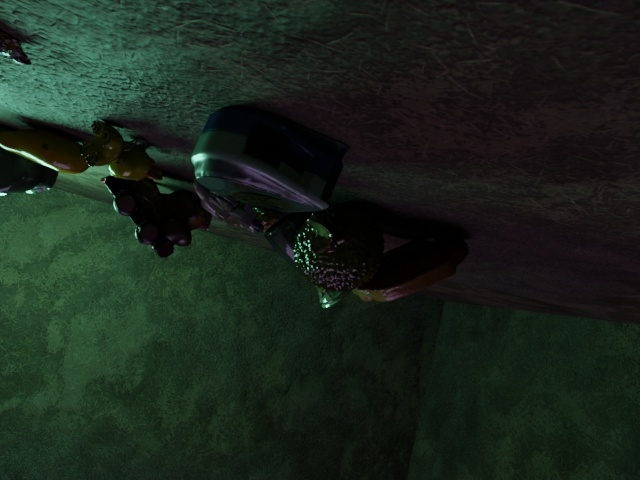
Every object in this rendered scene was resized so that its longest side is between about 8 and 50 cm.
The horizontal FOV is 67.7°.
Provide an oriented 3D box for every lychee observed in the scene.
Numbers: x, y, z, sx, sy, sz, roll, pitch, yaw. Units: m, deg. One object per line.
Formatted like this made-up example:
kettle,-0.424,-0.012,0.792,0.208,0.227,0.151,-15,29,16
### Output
lychee,0.056,0.019,1.369,0.269,0.270,0.320,16,-178,-8

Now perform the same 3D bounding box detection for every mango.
mango,-0.834,-0.282,1.456,0.261,0.109,0.157,21,-179,-12

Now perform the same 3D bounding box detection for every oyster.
oyster,-0.559,-0.342,0.801,0.132,0.029,0.086,20,170,-23

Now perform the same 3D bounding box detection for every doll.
doll,-0.517,-0.227,1.273,0.143,0.135,0.220,46,-166,26

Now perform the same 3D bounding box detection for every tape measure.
tape measure,-0.117,-0.150,0.955,0.261,0.138,0.259,20,169,-31

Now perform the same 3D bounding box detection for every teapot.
teapot,-1.090,-0.266,1.666,0.304,0.224,0.285,12,179,2

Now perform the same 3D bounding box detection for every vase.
vase,-0.032,0.062,1.577,0.321,0.173,0.173,58,161,-10

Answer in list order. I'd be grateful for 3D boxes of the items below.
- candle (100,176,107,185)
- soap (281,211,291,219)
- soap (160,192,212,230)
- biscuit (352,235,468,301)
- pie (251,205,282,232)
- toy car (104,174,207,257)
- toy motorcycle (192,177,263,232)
candle,-0.792,-0.230,1.954,0.328,0.048,0.051,10,158,34
soap,0.000,0.000,1.830,0.232,0.128,0.359,12,173,17
soap,-0.596,-0.118,1.922,0.220,0.128,0.324,4,178,44
biscuit,0.254,0.083,1.473,0.078,0.349,0.455,61,160,-8
pie,-0.218,-0.073,1.855,0.178,0.084,0.205,22,164,-39
toy car,-0.561,-0.120,1.653,0.341,0.240,0.271,56,166,-15
toy motorcycle,-0.323,-0.122,1.622,0.222,0.108,0.341,25,168,17
